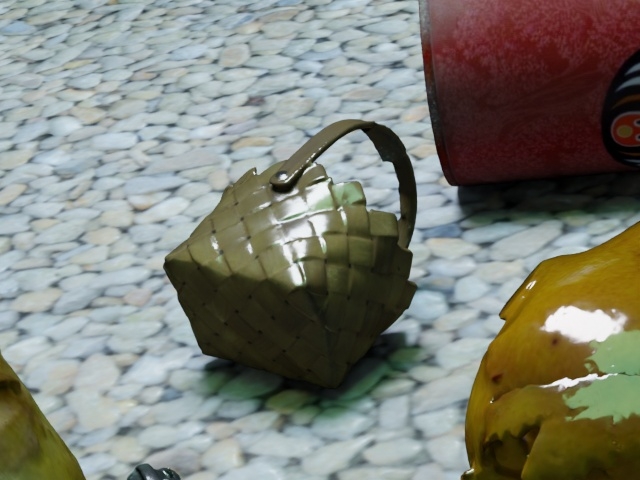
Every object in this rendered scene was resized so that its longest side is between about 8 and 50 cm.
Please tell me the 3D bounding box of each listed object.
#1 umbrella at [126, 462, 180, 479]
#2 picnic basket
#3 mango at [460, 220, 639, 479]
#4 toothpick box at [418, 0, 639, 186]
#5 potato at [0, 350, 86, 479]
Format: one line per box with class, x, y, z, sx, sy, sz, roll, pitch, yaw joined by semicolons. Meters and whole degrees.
umbrella;-0.092;0.182;0.975;0.066;0.059;0.236;6;25;-7
picnic basket;0.000;0.000;1.243;0.137;0.128;0.178;13;50;36
mango;0.196;0.072;0.987;0.287;0.153;0.201;-23;23;-28
toothpick box;0.249;-0.150;1.390;0.333;0.204;0.204;-3;25;12
potato;-0.251;0.143;0.901;0.299;0.196;0.246;-18;23;17
